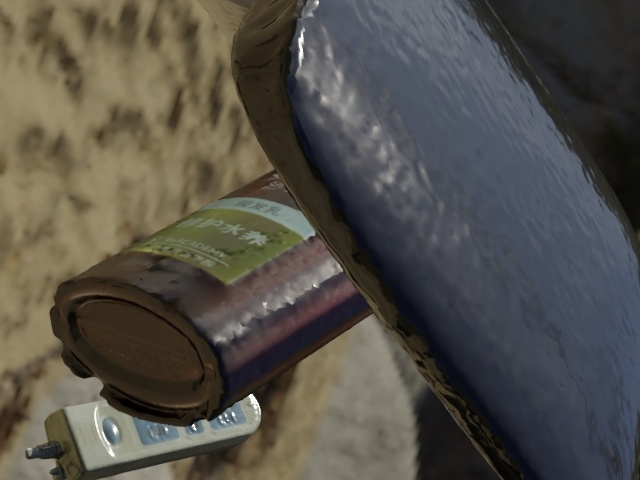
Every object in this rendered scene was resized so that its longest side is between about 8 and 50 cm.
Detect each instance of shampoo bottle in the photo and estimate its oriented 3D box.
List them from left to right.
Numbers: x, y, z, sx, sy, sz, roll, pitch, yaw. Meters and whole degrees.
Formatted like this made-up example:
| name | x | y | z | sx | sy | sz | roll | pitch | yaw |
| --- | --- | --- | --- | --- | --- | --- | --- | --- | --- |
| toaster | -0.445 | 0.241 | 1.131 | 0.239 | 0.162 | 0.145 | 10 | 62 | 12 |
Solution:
| name | x | y | z | sx | sy | sz | roll | pitch | yaw |
| --- | --- | --- | --- | --- | --- | --- | --- | --- | --- |
| shampoo bottle | 0.000 | 0.000 | 1.126 | 0.323 | 0.129 | 0.084 | -30 | 124 | -44 |

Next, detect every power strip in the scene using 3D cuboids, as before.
| name | x | y | z | sx | sy | sz | roll | pitch | yaw |
| --- | --- | --- | --- | --- | --- | --- | --- | --- | --- |
| power strip | -0.114 | 0.124 | 1.295 | 0.191 | 0.048 | 0.030 | -8 | 159 | -42 |

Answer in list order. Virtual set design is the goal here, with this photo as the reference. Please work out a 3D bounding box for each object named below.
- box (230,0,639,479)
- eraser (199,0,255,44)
| name | x | y | z | sx | sy | sz | roll | pitch | yaw |
| --- | --- | --- | --- | --- | --- | --- | --- | --- | --- |
| box | 0.048 | -0.012 | 0.621 | 0.042 | 0.201 | 0.212 | -26 | -161 | 23 |
| eraser | -0.014 | -0.195 | 1.679 | 0.270 | 0.174 | 0.095 | 50 | 59 | -74 |
